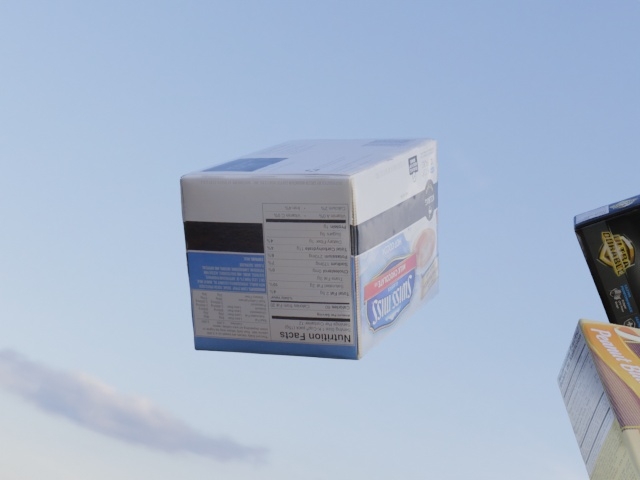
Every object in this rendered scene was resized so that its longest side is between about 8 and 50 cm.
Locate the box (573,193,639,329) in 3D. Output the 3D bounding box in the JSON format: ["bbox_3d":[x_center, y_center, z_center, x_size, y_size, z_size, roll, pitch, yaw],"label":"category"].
[{"bbox_3d":[0.442,0.044,1.642,0.175,0.051,0.220,-19,-74,17],"label":"box"}]

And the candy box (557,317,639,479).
[{"bbox_3d":[0.347,0.204,1.200,0.183,0.087,0.316,11,28,-8],"label":"candy box"}]

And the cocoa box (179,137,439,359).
[{"bbox_3d":[0.000,0.000,1.669,0.231,0.228,0.347,1,12,22],"label":"cocoa box"}]
